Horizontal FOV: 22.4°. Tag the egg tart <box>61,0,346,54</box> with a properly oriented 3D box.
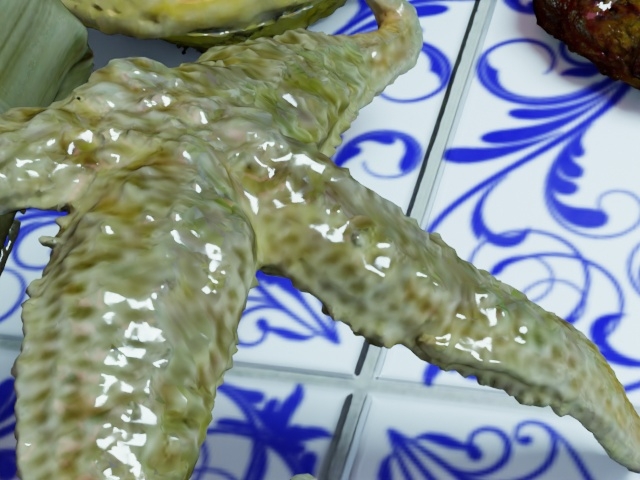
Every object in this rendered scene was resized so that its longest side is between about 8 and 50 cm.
[{"bbox_3d":[-0.056,-0.228,1.060,0.341,0.132,0.341,-6,47,7],"label":"egg tart"}]

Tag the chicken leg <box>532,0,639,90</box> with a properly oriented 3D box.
[{"bbox_3d":[0.192,-0.142,0.968,0.105,0.063,0.234,-32,47,-23],"label":"chicken leg"}]

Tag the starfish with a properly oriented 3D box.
[{"bbox_3d":[0.000,0.000,0.728,0.324,0.082,0.432,44,33,22],"label":"starfish"}]

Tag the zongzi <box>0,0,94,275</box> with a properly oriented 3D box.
[{"bbox_3d":[-0.387,0.059,0.879,0.467,0.218,0.500,-10,52,39],"label":"zongzi"}]
